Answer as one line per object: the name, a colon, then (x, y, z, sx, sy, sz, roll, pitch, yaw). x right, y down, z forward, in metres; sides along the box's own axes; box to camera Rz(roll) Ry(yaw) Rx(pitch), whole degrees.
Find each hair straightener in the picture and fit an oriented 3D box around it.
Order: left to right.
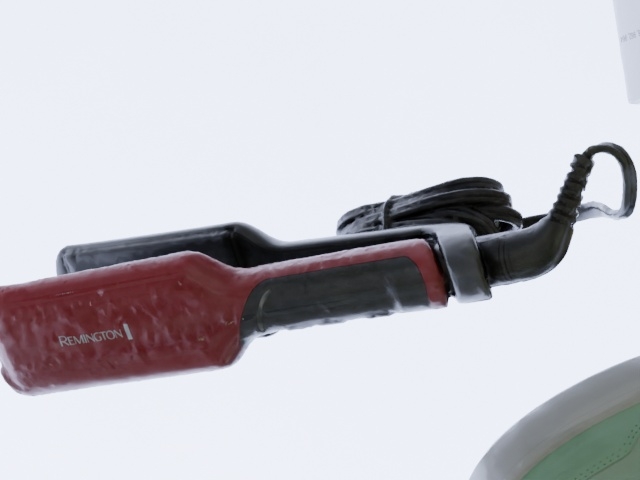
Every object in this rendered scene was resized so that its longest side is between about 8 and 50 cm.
hair straightener: (0.000, 0.000, 0.592, 0.089, 0.230, 0.047, -36, -74, -53)

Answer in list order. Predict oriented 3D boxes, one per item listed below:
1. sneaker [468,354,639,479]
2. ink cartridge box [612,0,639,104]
sneaker: (0.188, 0.117, 0.680, 0.256, 0.094, 0.151, -4, -133, -11)
ink cartridge box: (0.282, -0.231, 1.184, 0.198, 0.115, 0.272, -7, -91, -23)
